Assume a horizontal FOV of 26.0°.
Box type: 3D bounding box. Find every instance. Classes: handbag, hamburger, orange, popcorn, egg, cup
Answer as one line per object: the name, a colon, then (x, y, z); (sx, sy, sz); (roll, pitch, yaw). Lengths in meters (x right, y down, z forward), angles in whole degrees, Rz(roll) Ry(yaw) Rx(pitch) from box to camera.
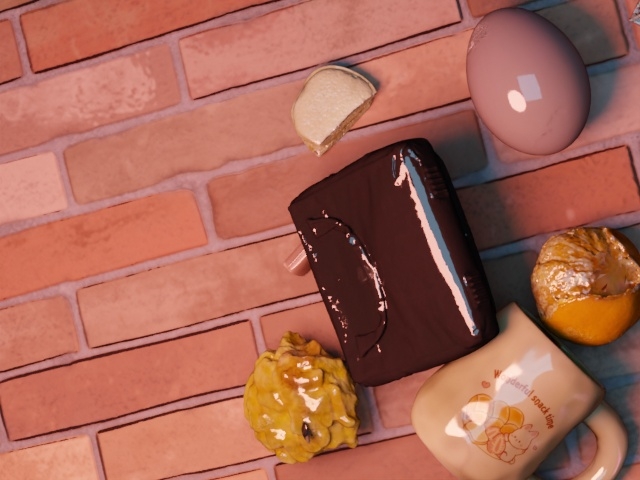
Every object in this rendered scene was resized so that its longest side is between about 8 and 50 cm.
handbag: (0.091, 0.030, 1.729); (0.244, 0.088, 0.275); (-26, 85, 41)
hamburger: (0.010, -0.183, 1.852); (0.121, 0.054, 0.084); (-43, 76, 6)
orange: (0.337, 0.053, 1.722); (0.156, 0.134, 0.157); (8, 72, -24)
popcorn: (-0.020, 0.211, 1.800); (0.173, 0.142, 0.174); (-8, 73, 27)
egg: (0.260, -0.201, 1.744); (0.146, 0.146, 0.199); (-22, 78, 11)
cup: (0.254, 0.222, 1.756); (0.202, 0.255, 0.173); (-47, 38, 7)

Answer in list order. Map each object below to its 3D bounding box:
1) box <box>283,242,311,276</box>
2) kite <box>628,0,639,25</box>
box: (0.000, 0.000, 1.850); (0.025, 0.048, 0.115); (44, 98, 17)
kite: (0.509, -0.323, 1.762); (0.244, 0.006, 0.198); (-22, 84, 11)
